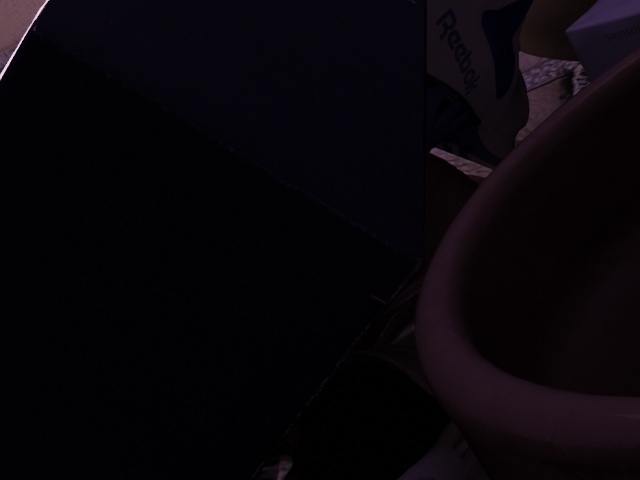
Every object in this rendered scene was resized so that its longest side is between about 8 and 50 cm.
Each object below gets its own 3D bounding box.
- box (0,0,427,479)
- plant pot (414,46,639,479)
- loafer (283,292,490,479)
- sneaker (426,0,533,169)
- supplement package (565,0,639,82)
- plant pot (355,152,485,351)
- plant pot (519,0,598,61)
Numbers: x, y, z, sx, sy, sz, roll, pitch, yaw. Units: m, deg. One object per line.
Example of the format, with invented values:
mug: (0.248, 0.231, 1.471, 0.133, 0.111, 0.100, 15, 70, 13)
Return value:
box: (-0.104, 0.006, 0.822, 0.312, 0.179, 0.343, -54, 12, 23)
plant pot: (0.188, 0.055, 0.409, 0.263, 0.229, 0.263, -27, 17, 9)
loafer: (0.040, 0.090, 0.748, 0.112, 0.111, 0.319, -24, 18, 19)
sneaker: (0.100, -0.153, 1.093, 0.182, 0.127, 0.315, -59, -15, 13)
supplement package: (0.303, -0.119, 0.856, 0.262, 0.145, 0.204, -11, 24, 48)
plant pot: (0.000, 0.000, 1.075, 0.237, 0.110, 0.237, -27, 16, 9)
plant pot: (0.223, -0.233, 1.199, 0.256, 0.256, 0.274, -38, 5, -23)
